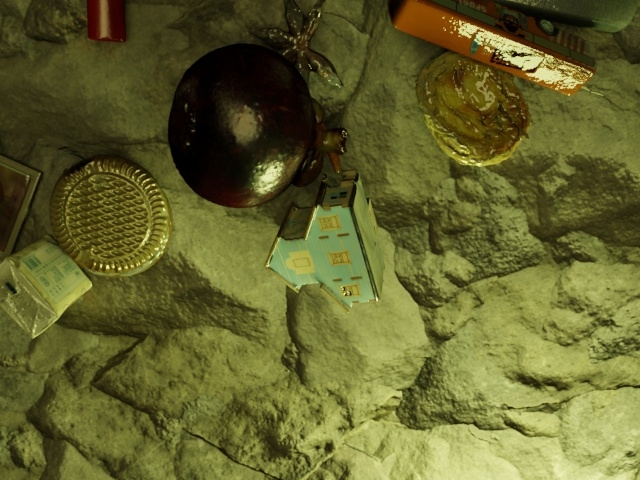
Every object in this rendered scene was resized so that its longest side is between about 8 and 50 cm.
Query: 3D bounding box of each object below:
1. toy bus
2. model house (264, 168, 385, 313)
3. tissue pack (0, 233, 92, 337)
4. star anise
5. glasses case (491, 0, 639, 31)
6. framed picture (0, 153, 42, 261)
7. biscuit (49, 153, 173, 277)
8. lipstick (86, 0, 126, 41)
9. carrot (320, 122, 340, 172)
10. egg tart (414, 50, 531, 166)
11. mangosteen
[{"bbox_3d":[0.323,-0.388,1.157,0.408,0.093,0.092,17,60,-11],"label":"toy bus"},{"bbox_3d":[0.000,0.000,1.225,0.206,0.178,0.271,-9,126,16],"label":"model house"},{"bbox_3d":[-0.555,0.085,1.225,0.092,0.196,0.148,-36,102,8],"label":"tissue pack"},{"bbox_3d":[-0.050,-0.371,1.200,0.171,0.063,0.208,-8,102,3],"label":"star anise"},{"bbox_3d":[0.443,-0.489,1.174,0.323,0.074,0.131,10,103,-3],"label":"glasses case"},{"bbox_3d":[-0.744,-0.106,1.273,0.289,0.020,0.211,25,100,-5],"label":"framed picture"},{"bbox_3d":[-0.425,-0.046,1.257,0.259,0.079,0.259,0,102,0],"label":"biscuit"},{"bbox_3d":[-0.405,-0.520,1.161,0.073,0.073,0.280,2,103,-1],"label":"lipstick"},{"bbox_3d":[0.008,-0.202,1.254,0.035,0.035,0.142,-31,105,6],"label":"carrot"},{"bbox_3d":[0.287,-0.254,1.210,0.252,0.098,0.232,26,78,-9],"label":"egg tart"},{"bbox_3d":[-0.131,-0.210,1.134,0.293,0.297,0.297,-31,105,-39],"label":"mangosteen"}]
